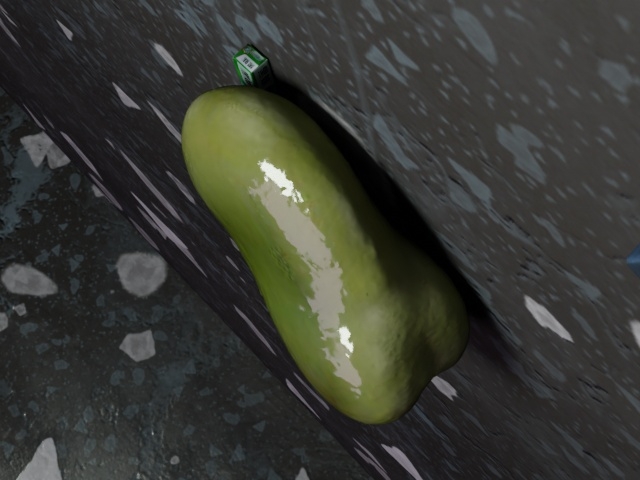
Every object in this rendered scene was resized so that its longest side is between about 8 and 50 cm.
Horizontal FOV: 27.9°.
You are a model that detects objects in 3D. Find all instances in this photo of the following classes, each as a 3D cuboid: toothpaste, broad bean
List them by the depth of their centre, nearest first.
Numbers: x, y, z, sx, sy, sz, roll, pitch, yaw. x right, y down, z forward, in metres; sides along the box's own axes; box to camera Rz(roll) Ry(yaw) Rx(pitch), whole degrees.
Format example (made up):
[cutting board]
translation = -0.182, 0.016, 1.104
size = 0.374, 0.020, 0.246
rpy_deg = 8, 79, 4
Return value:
[toothpaste]
translation = -0.044, -0.109, 0.911
size = 0.020, 0.017, 0.083
rpy_deg = 44, 170, 20
[broad bean]
translation = 0.000, 0.000, 0.913
size = 0.263, 0.121, 0.189
rpy_deg = 60, 164, -10

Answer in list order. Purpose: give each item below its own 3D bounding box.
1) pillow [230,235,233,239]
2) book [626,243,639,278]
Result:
[pillow]
translation = -0.049, 0.001, 1.270
size = 0.248, 0.049, 0.135
rpy_deg = 43, 169, 45
[book]
translation = 0.228, 0.068, 0.449
size = 0.191, 0.025, 0.269
rpy_deg = 49, 170, -7
